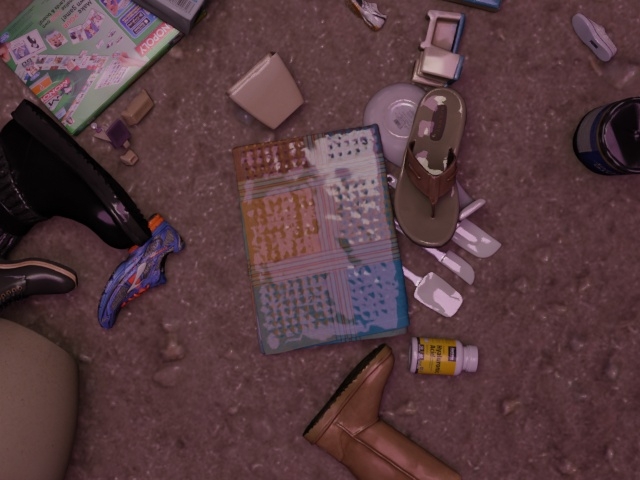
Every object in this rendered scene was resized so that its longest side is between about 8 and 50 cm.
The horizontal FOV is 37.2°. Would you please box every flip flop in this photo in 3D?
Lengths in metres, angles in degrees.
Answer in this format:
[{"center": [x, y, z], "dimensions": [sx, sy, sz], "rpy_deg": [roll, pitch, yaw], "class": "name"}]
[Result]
[{"center": [0.187, -0.125, 1.571], "dimensions": [0.112, 0.080, 0.277], "rpy_deg": [10, 84, 8], "class": "flip flop"}]

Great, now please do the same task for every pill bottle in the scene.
[{"center": [0.215, 0.205, 1.673], "dimensions": [0.116, 0.065, 0.065], "rpy_deg": [3, 93, -1], "class": "pill bottle"}, {"center": [0.495, -0.169, 1.580], "dimensions": [0.123, 0.219, 0.122], "rpy_deg": [0, 93, 0], "class": "pill bottle"}]

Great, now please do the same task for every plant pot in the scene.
[{"center": [-0.089, -0.251, 1.632], "dimensions": [0.109, 0.109, 0.096], "rpy_deg": [-42, 105, 1], "class": "plant pot"}]

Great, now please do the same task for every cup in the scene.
[{"center": [-0.533, 0.270, 1.571], "dimensions": [0.331, 0.331, 0.237], "rpy_deg": [27, 65, -2], "class": "cup"}]

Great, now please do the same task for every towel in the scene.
[{"center": [0.000, 0.000, 1.660], "dimensions": [0.271, 0.040, 0.370], "rpy_deg": [-9, 92, 7], "class": "towel"}]

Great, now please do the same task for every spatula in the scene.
[{"center": [0.177, 0.006, 1.686], "dimensions": [0.242, 0.019, 0.168], "rpy_deg": [35, 93, -2], "class": "spatula"}]

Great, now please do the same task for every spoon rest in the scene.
[{"center": [0.182, -0.153, 1.659], "dimensions": [0.137, 0.084, 0.276], "rpy_deg": [-34, 79, 0], "class": "spoon rest"}]

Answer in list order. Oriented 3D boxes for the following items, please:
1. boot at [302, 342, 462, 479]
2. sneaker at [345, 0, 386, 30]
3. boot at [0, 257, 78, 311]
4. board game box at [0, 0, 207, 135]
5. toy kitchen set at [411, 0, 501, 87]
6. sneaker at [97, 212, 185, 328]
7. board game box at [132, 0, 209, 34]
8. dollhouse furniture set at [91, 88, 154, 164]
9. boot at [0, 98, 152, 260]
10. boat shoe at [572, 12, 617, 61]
[{"center": [0.137, 0.345, 1.673], "dimensions": [0.269, 0.089, 0.236], "rpy_deg": [38, 102, -2], "class": "boot"}, {"center": [0.080, -0.406, 1.663], "dimensions": [0.083, 0.032, 0.037], "rpy_deg": [44, 78, -7], "class": "sneaker"}, {"center": [-0.508, 0.099, 1.558], "dimensions": [0.198, 0.137, 0.077], "rpy_deg": [3, 135, 0], "class": "boot"}, {"center": [-0.385, -0.366, 1.648], "dimensions": [0.317, 0.046, 0.213], "rpy_deg": [-42, 93, 1], "class": "board game box"}, {"center": [0.240, -0.360, 1.595], "dimensions": [0.122, 0.166, 0.207], "rpy_deg": [13, 93, -1], "class": "toy kitchen set"}, {"center": [-0.315, 0.064, 1.655], "dimensions": [0.087, 0.083, 0.221], "rpy_deg": [33, 94, -7], "class": "sneaker"}, {"center": [-0.234, -0.533, 1.586], "dimensions": [0.224, 0.097, 0.303], "rpy_deg": [32, 82, -5], "class": "board game box"}, {"center": [-0.343, -0.207, 1.676], "dimensions": [0.081, 0.091, 0.114], "rpy_deg": [21, 65, 37], "class": "dollhouse furniture set"}, {"center": [-0.474, -0.041, 1.604], "dimensions": [0.348, 0.131, 0.260], "rpy_deg": [43, 90, 17], "class": "boot"}, {"center": [0.483, -0.362, 1.667], "dimensions": [0.035, 0.035, 0.100], "rpy_deg": [-41, 89, -26], "class": "boat shoe"}]
